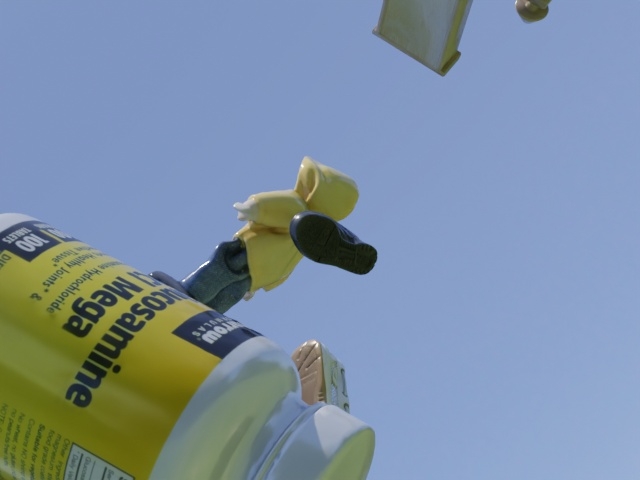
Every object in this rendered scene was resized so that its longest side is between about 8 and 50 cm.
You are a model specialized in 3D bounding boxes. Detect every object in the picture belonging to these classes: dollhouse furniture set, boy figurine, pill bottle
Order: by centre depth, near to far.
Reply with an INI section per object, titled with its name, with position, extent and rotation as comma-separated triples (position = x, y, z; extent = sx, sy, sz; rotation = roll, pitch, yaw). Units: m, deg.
[pill bottle]
position = -0.137, 0.126, 1.125
extent = 0.188, 0.334, 0.188
rotation = -54, -20, -30
[boy figurine]
position = -0.071, -0.003, 1.797
extent = 0.285, 0.092, 0.177
rotation = -42, -27, -21
[dollhouse furniture set]
position = 0.208, -0.411, 2.002
extent = 0.355, 0.303, 0.174
rotation = -50, -14, -30

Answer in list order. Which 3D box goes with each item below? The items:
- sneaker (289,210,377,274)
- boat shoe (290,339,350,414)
[sneaker]
position = 0.001, -0.002, 1.708
extent = 0.170, 0.089, 0.051
rotation = 27, -88, -47
[boat shoe]
position = 0.010, 0.279, 2.192
extent = 0.098, 0.277, 0.096
rotation = -27, -42, 37
